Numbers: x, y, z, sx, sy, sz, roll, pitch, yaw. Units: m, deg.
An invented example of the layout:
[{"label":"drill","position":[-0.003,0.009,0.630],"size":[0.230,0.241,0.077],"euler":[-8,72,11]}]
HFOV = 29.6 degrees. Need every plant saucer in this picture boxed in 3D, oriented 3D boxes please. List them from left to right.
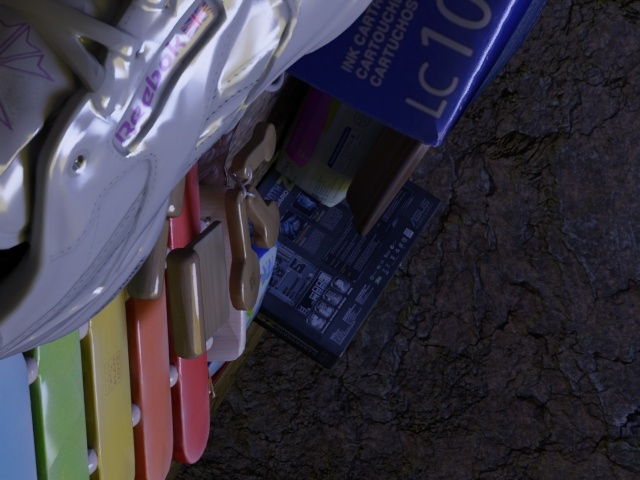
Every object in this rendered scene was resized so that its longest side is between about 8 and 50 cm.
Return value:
[{"label":"plant saucer","position":[0.106,-0.126,1.171],"size":[0.278,0.041,0.278],"euler":[-54,176,-5]}]

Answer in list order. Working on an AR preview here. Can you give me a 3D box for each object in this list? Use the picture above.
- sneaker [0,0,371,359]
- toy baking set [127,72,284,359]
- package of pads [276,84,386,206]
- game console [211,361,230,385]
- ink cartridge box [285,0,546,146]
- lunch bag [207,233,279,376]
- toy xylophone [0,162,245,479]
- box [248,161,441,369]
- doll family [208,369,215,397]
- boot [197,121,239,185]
[{"label":"sneaker","position":[-0.062,-0.069,0.389],"size":[0.305,0.114,0.152],"euler":[-57,178,16]},{"label":"toy baking set","position":[-0.057,-0.068,0.652],"size":[0.197,0.030,0.256],"euler":[-2,96,-77]},{"label":"package of pads","position":[0.081,-0.204,1.287],"size":[0.296,0.101,0.229],"euler":[-54,177,-27]},{"label":"game console","position":[-0.163,0.159,1.377],"size":[0.144,0.085,0.124],"euler":[-54,176,-25]},{"label":"ink cartridge box","position":[0.076,-0.214,0.589],"size":[0.270,0.151,0.395],"euler":[-64,172,22]},{"label":"lunch bag","position":[-0.109,0.066,1.181],"size":[0.151,0.096,0.129],"euler":[-47,-177,38]},{"label":"toy xylophone","position":[-0.125,0.090,0.631],"size":[0.322,0.081,0.236],"euler":[-58,149,-58]},{"label":"box","position":[0.000,0.000,1.359],"size":[0.232,0.183,0.059],"euler":[-56,177,-25]},{"label":"doll family","position":[-0.142,0.109,0.906],"size":[0.163,0.118,0.263],"euler":[-56,176,-18]},{"label":"boot","position":[-0.097,-0.038,0.848],"size":[0.114,0.037,0.106],"euler":[-57,166,-57]}]
